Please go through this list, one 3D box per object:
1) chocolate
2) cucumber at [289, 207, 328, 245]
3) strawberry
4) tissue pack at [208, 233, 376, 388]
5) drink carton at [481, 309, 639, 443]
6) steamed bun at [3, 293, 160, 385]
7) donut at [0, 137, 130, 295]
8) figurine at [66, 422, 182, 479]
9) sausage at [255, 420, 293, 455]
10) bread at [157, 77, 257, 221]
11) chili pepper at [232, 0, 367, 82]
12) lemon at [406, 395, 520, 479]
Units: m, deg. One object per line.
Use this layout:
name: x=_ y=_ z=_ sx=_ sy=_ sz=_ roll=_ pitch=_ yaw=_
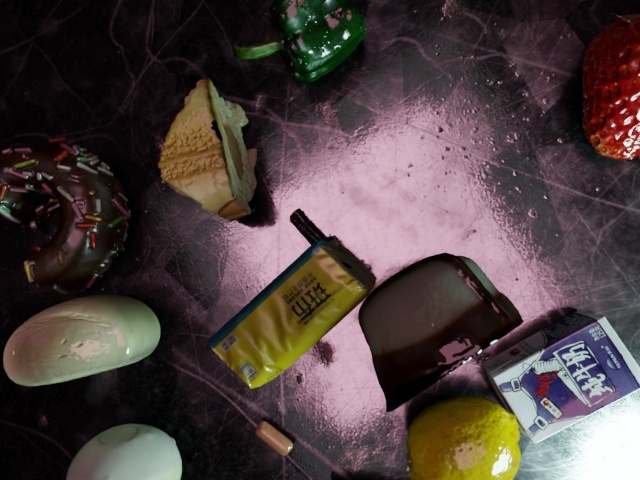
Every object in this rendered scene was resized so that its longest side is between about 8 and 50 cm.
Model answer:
chocolate: x=0.186 y=0.139 z=0.739 sx=0.284 sy=0.283 sz=0.186 roll=-37 pitch=66 yaw=4
cucumber: x=0.000 y=0.000 z=0.870 sx=0.163 sy=0.043 sz=0.039 roll=47 pitch=53 yaw=1
strawberry: x=0.565 y=-0.269 z=0.754 sx=0.205 sy=0.205 sz=0.244 roll=12 pitch=110 yaw=9
tissue pack: x=-0.040 y=0.123 z=0.773 sx=0.271 sy=0.192 sz=0.134 roll=-43 pitch=86 yaw=12
drink carton: x=0.427 y=0.240 z=0.763 sx=0.222 sy=0.102 sz=0.134 roll=-32 pitch=85 yaw=6
steamed bun: x=-0.465 y=0.188 z=0.838 sx=0.250 sy=0.200 sz=0.154 roll=-16 pitch=83 yaw=4
donut: x=-0.559 y=-0.070 z=0.905 sx=0.259 sy=0.136 sz=0.345 roll=-38 pitch=84 yaw=7
figurine: x=-0.402 y=0.559 z=0.840 sx=0.275 sy=0.227 sz=0.394 roll=5 pitch=99 yaw=39
sausage: x=-0.095 y=0.400 z=0.856 sx=0.083 sy=0.034 sz=0.034 roll=35 pitch=91 yaw=10
bread: x=-0.185 y=-0.152 z=0.831 sx=0.211 sy=0.183 sz=0.224 roll=37 pitch=94 yaw=7
chili pepper: x=-0.043 y=-0.401 z=0.842 sx=0.261 sy=0.174 sz=0.165 roll=-29 pitch=108 yaw=4
lemon: x=0.250 y=0.365 z=0.744 sx=0.207 sy=0.170 sz=0.170 roll=-21 pitch=84 yaw=8
